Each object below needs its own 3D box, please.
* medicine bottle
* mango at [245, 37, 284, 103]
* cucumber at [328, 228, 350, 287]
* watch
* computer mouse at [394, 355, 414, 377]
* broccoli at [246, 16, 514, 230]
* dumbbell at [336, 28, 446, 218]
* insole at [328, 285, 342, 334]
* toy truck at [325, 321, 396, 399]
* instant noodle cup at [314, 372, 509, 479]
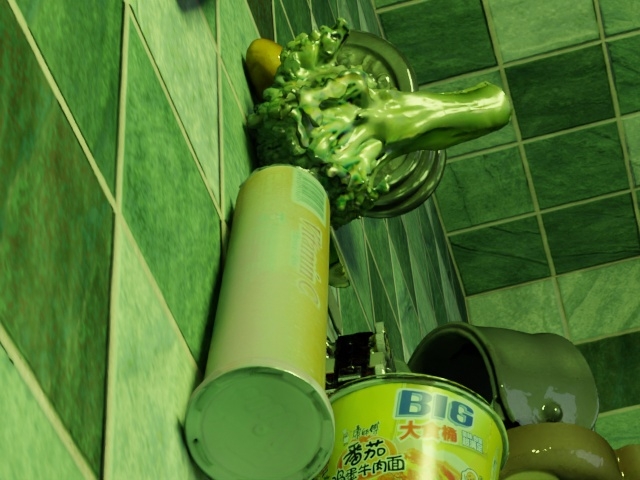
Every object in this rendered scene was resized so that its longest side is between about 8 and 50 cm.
[{"bbox_3d":[-0.037,0.055,1.342,0.426,0.108,0.108,-86,160,-67],"label":"medicine bottle"},{"bbox_3d":[-0.043,-0.175,1.799,0.079,0.057,0.114,6,-44,55],"label":"mango"},{"bbox_3d":[0.000,0.000,1.892,0.067,0.035,0.107,61,9,-60],"label":"cucumber"},{"bbox_3d":[0.212,0.283,2.084,0.327,0.314,0.335,-118,-136,-54],"label":"watch"},{"bbox_3d":[0.079,0.205,2.013,0.229,0.068,0.113,-128,-137,-79],"label":"computer mouse"},{"bbox_3d":[0.049,-0.144,1.728,0.198,0.275,0.177,57,-16,2],"label":"broccoli"},{"bbox_3d":[0.055,-0.139,2.028,0.406,0.179,0.179,39,38,-75],"label":"dumbbell"},{"bbox_3d":[-0.001,0.042,1.948,0.197,0.004,0.065,67,12,-45],"label":"insole"},{"bbox_3d":[0.041,0.156,1.769,0.192,0.083,0.092,-81,161,-71],"label":"toy truck"},{"bbox_3d":[0.083,0.249,1.550,0.153,0.205,0.205,-86,161,-45],"label":"instant noodle cup"}]
